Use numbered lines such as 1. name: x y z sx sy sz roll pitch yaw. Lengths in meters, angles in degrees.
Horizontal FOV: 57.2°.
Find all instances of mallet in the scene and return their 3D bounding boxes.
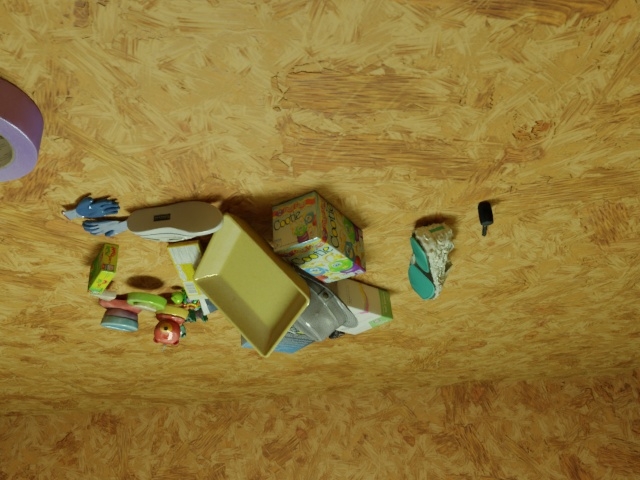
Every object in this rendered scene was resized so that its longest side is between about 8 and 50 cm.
1. mallet: 0.481 -0.042 1.713 0.039 0.062 0.190 -8 153 11

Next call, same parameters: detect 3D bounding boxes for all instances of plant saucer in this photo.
1. plant saucer: -0.184 0.119 1.649 0.081 0.333 0.333 -34 165 -44

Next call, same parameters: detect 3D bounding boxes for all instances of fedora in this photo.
1. fedora: -0.026 0.219 1.833 0.275 0.124 0.243 49 157 -13

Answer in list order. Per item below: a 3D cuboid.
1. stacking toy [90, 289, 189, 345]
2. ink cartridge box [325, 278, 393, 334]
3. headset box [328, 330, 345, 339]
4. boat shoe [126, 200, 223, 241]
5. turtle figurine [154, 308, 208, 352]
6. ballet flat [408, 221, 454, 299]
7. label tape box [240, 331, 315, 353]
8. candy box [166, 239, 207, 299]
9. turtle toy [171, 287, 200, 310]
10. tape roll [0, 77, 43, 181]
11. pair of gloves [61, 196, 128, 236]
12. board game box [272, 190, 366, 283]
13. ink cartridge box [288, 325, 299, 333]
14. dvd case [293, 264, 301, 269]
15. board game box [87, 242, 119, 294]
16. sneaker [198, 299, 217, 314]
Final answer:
1. stacking toy: -0.642 0.272 2.037 0.308 0.131 0.279 4 160 7
2. ink cartridge box: 0.068 0.230 2.126 0.353 0.119 0.207 20 144 -39
3. headset box: 0.069 0.372 2.464 0.032 0.062 0.083 18 145 -37
4. boat shoe: -0.381 -0.040 1.578 0.267 0.096 0.088 -7 157 9
5. turtle figurine: -0.555 0.331 2.241 0.234 0.118 0.175 -29 180 18
6. ballet flat: 0.362 0.068 1.852 0.146 0.147 0.409 -6 153 5
7. label tape box: -0.126 0.335 2.318 0.249 0.115 0.347 14 145 -32
8. candy box: -0.384 0.093 1.792 0.105 0.027 0.206 -7 122 13
9. turtle toy: -0.459 0.204 2.064 0.130 0.066 0.095 22 145 -20
10. tape roll: -0.711 -0.227 1.179 0.274 0.090 0.275 -4 153 -2
11. pair of gloves: -0.592 -0.063 1.584 0.159 0.023 0.198 -10 153 8
12. board game box: 0.000 0.000 1.647 0.144 0.142 0.275 -18 150 26
13. ink cartridge box: -0.141 0.179 1.910 0.045 0.208 0.206 -25 147 26
14. dvd case: -0.018 0.084 1.949 0.119 0.013 0.087 -18 150 28
15. board game box: -0.664 0.089 1.791 0.043 0.092 0.181 14 148 -29
16. sneaker: -0.341 0.148 1.965 0.163 0.086 0.226 -15 139 -6
